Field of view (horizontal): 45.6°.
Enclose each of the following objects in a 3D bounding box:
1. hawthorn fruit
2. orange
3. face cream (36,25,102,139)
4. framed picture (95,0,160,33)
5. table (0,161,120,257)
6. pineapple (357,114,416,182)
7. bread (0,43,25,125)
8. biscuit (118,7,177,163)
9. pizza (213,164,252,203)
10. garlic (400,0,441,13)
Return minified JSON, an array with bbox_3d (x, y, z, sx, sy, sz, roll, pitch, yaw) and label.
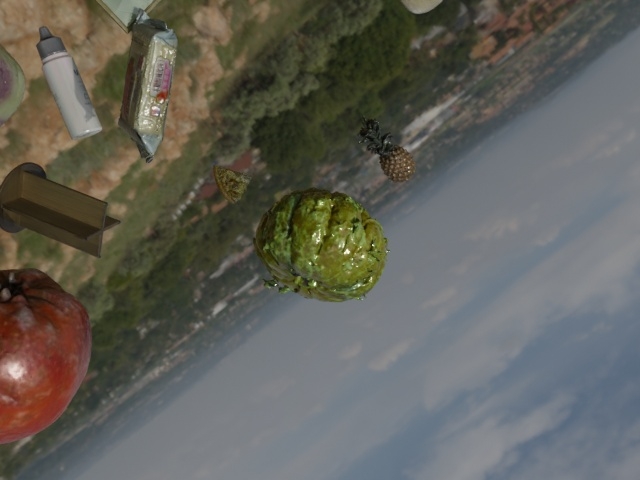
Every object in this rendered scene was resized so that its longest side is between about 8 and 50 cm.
[{"bbox_3d":[-0.428,0.173,1.003,0.242,0.242,0.272,-31,139,-67],"label":"hawthorn fruit"},{"bbox_3d":[0.000,0.000,1.648,0.301,0.300,0.223,75,29,-61],"label":"orange"},{"bbox_3d":[-0.696,-0.432,2.071,0.092,0.311,0.092,-22,-173,3],"label":"face cream"},{"bbox_3d":[-0.420,-0.585,1.719,0.201,0.136,0.010,-53,-154,-19],"label":"framed picture"},{"bbox_3d":[-0.574,-0.059,1.686,0.167,0.226,0.167,21,90,-77],"label":"table"},{"bbox_3d":[0.105,-0.147,1.214,0.058,0.124,0.058,-22,-135,23],"label":"pineapple"},{"bbox_3d":[-0.499,-0.216,0.869,0.155,0.187,0.338,-48,178,9],"label":"bread"},{"bbox_3d":[-0.384,-0.344,1.699,0.079,0.186,0.309,3,113,-33],"label":"biscuit"},{"bbox_3d":[-0.230,-0.164,2.051,0.108,0.123,0.026,-26,176,-30],"label":"pizza"},{"bbox_3d":[0.200,-0.556,1.585,0.145,0.164,0.245,-57,165,11],"label":"garlic"}]
